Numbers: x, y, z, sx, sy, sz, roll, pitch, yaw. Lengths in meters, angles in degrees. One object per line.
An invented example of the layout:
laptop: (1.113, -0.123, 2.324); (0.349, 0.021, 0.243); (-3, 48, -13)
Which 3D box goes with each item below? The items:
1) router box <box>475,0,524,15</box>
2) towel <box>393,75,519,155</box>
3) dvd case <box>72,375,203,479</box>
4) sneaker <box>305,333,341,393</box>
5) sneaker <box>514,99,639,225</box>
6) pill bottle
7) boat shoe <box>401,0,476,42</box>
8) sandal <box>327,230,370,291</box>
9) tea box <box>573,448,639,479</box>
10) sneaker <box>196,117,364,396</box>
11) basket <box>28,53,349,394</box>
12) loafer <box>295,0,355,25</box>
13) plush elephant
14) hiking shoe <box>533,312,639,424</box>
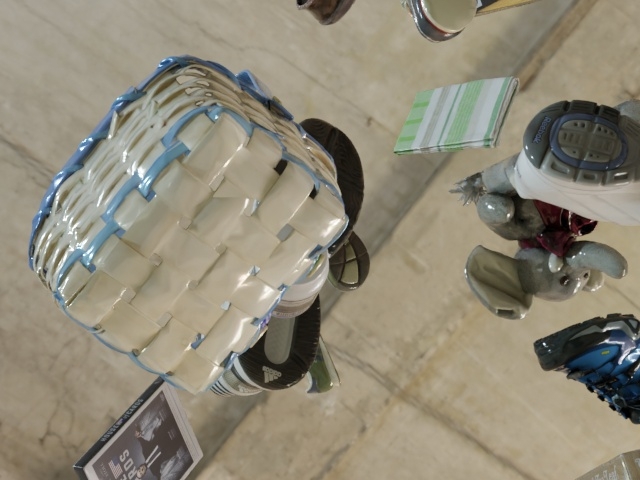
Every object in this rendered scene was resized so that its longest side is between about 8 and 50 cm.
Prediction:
router box: (0.421, -0.486, 1.517); (0.309, 0.243, 0.081); (-20, -86, -24)
towel: (0.174, -0.157, 1.115); (0.023, 0.152, 0.113); (47, -124, -36)
dvd case: (-0.296, 0.367, 1.444); (0.238, 0.030, 0.179); (-49, -52, -51)
sneaker: (-0.030, 0.238, 1.853); (0.064, 0.086, 0.192); (95, 151, -81)
sneaker: (0.341, -0.061, 0.890); (0.297, 0.111, 0.129); (17, 162, 0)
pill bottle: (-0.033, 0.033, 0.923); (0.078, 0.078, 0.137); (39, 162, 5)
boat shoe: (0.075, -0.175, 0.593); (0.049, 0.043, 0.137); (30, -138, -25)
sandal: (0.001, -0.001, 1.693); (0.120, 0.086, 0.302); (10, -147, -36)
tea box: (0.479, 0.424, 1.080); (0.329, 0.220, 0.323); (86, 173, -66)
sneaker: (-0.092, 0.029, 1.332); (0.169, 0.257, 0.447); (29, -120, -22)
basket: (-0.114, -0.020, 0.712); (0.201, 0.254, 0.289); (37, -174, -28)
loafer: (-0.013, -0.445, 1.035); (0.130, 0.365, 0.134); (-3, -166, -18)
plush elephant: (0.352, -0.017, 1.308); (0.272, 0.330, 0.255); (-26, -90, -30)
hiking shoe: (0.414, 0.179, 1.171); (0.304, 0.113, 0.132); (9, -120, -35)
